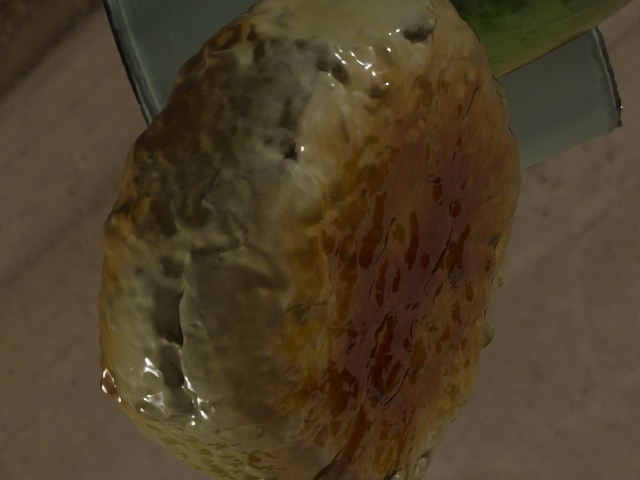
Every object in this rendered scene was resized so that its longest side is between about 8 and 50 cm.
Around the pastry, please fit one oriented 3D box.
[{"bbox_3d":[0.000,0.000,0.623,0.182,0.093,0.192,-61,150,-15],"label":"pastry"}]

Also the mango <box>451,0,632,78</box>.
[{"bbox_3d":[0.091,-0.137,0.859,0.251,0.114,0.156,-40,-174,3],"label":"mango"}]

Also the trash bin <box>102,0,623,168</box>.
[{"bbox_3d":[0.024,-0.118,1.089,0.262,0.217,0.277,-23,-173,2],"label":"trash bin"}]
